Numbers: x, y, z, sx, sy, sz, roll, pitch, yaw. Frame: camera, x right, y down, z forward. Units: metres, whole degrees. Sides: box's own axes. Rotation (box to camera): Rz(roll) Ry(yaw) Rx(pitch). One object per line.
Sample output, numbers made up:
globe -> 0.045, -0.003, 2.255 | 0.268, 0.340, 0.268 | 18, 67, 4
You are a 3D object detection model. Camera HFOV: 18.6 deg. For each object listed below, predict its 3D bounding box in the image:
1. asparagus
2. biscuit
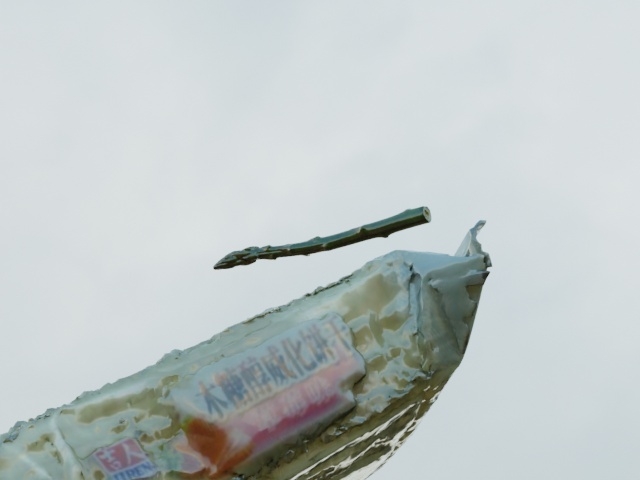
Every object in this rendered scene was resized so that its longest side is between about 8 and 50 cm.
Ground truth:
asparagus -> 0.000, 0.000, 1.335 | 0.162, 0.016, 0.016 | -12, -36, 23
biscuit -> -0.063, 0.101, 0.844 | 0.309, 0.079, 0.186 | -25, -19, -26
